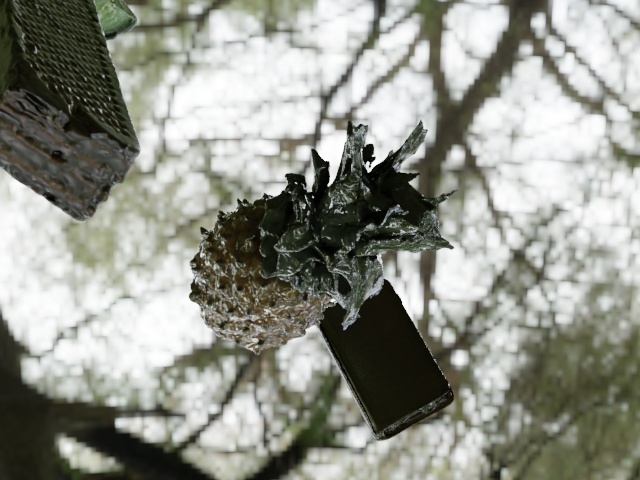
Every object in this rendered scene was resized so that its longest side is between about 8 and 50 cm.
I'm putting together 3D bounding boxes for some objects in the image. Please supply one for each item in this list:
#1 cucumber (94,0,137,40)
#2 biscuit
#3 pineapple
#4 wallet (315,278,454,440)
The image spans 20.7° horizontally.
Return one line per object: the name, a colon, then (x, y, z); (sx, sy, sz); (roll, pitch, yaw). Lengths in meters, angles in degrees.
cucumber: (-0.277, -0.283, 2.024); (0.062, 0.116, 0.115); (-41, -130, 9)
biscuit: (-0.218, -0.144, 1.316); (0.107, 0.073, 0.388); (35, -166, -28)
pineapple: (0.000, 0.004, 1.655); (0.165, 0.165, 0.364); (-15, 172, -31)
wallet: (0.074, 0.138, 2.087); (0.110, 0.031, 0.198); (-30, -129, 0)
